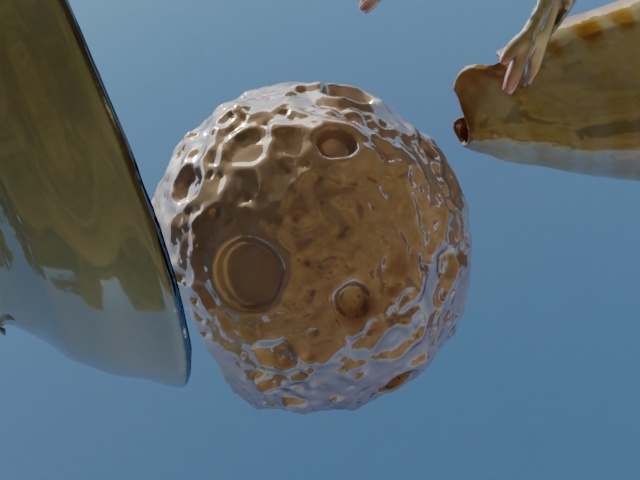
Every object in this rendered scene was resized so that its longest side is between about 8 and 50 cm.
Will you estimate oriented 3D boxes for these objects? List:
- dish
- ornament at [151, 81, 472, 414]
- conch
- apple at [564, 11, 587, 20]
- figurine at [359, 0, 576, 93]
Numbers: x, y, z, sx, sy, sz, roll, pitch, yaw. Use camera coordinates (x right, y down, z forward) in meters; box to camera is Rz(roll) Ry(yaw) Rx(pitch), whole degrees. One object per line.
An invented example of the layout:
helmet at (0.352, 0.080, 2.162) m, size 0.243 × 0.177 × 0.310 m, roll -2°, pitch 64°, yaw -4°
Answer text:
dish at (-0.175, -0.047, 0.624) m, size 0.106 × 0.316 × 0.317 m, roll -20°, pitch -102°, yaw -14°
ornament at (0.000, 0.000, 0.849) m, size 0.225 × 0.259 × 0.259 m, roll -26°, pitch -101°, yaw -1°
conch at (0.245, -0.108, 0.913) m, size 0.255 × 0.158 × 0.127 m, roll -17°, pitch -140°, yaw -16°
apple at (0.311, -0.163, 1.193) m, size 0.199 × 0.199 × 0.199 m, roll 0°, pitch -103°, yaw 0°
figurine at (0.189, -0.281, 0.832) m, size 0.315 × 0.284 × 0.206 m, roll -12°, pitch -141°, yaw -28°
